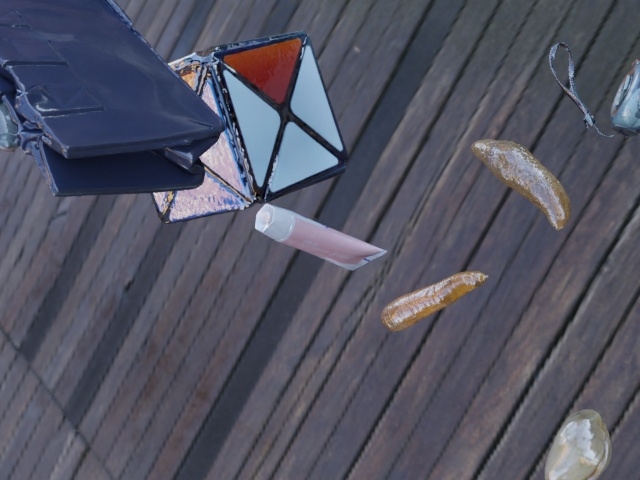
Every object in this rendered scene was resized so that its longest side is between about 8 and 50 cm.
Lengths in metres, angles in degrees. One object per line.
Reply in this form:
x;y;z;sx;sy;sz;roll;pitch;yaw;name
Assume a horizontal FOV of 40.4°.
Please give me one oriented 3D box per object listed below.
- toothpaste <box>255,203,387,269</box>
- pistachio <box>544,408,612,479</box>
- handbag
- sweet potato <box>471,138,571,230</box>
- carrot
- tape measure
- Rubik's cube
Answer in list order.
0.000;0.000;1.158;0.067;0.194;0.043;-32;51;36;toothpaste
0.530;0.439;1.794;0.124;0.124;0.185;42;102;40;pistachio
-0.299;-0.173;1.003;0.325;0.269;0.118;46;125;29;handbag
0.457;-0.163;2.021;0.092;0.114;0.341;-28;49;-15;sweet potato
0.196;0.104;1.542;0.248;0.059;0.059;-32;57;43;carrot
0.398;-0.227;1.229;0.180;0.107;0.104;35;61;11;tape measure
-0.139;-0.183;1.414;0.246;0.250;0.248;-8;102;41;Rubik's cube
